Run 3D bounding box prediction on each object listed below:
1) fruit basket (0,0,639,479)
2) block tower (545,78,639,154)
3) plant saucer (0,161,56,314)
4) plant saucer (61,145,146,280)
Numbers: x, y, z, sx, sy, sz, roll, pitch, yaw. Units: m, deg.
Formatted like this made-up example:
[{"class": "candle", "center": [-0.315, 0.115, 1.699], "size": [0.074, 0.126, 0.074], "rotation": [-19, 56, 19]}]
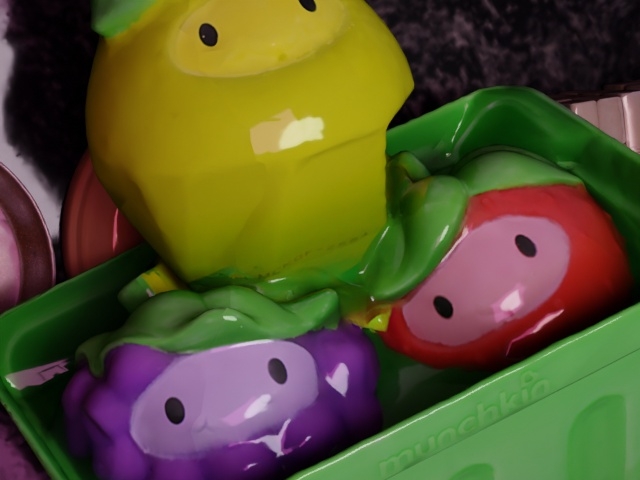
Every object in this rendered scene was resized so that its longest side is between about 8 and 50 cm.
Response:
[{"class": "fruit basket", "center": [0.000, 0.000, 0.936], "size": [0.392, 0.283, 0.392], "rotation": [-13, 119, -23]}, {"class": "block tower", "center": [0.295, -0.074, 1.150], "size": [0.335, 0.091, 0.097], "rotation": [-10, 99, -19]}, {"class": "plant saucer", "center": [-0.235, 0.020, 1.007], "size": [0.168, 0.029, 0.168], "rotation": [-2, 96, -19]}, {"class": "plant saucer", "center": [-0.052, -0.002, 1.064], "size": [0.200, 0.037, 0.200], "rotation": [-2, 95, -19]}]
